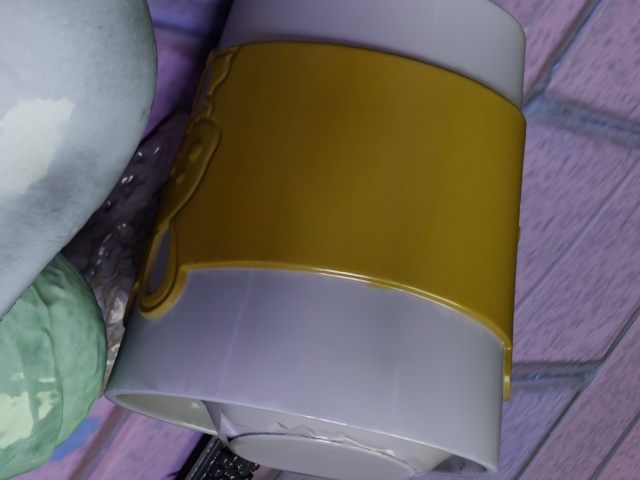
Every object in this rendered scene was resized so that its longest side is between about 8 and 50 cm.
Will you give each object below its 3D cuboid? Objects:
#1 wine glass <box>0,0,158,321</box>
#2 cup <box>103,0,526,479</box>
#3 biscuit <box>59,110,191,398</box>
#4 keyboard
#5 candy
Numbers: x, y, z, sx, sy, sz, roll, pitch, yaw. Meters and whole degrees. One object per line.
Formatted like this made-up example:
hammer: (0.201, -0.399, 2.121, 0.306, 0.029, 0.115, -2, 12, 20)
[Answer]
wine glass: (-0.100, -0.105, 0.644, 0.321, 0.143, 0.143, -54, 155, 15)
cup: (0.000, 0.000, 0.863, 0.241, 0.185, 0.226, 160, -57, -70)
biscuit: (-0.126, 0.048, 0.933, 0.250, 0.032, 0.133, -50, 156, -1)
keyboard: (-0.072, 0.163, 1.190, 0.230, 0.025, 0.093, -58, 156, 18)
candy: (-0.278, 0.089, 0.694, 0.439, 0.119, 0.119, -17, 141, -37)
